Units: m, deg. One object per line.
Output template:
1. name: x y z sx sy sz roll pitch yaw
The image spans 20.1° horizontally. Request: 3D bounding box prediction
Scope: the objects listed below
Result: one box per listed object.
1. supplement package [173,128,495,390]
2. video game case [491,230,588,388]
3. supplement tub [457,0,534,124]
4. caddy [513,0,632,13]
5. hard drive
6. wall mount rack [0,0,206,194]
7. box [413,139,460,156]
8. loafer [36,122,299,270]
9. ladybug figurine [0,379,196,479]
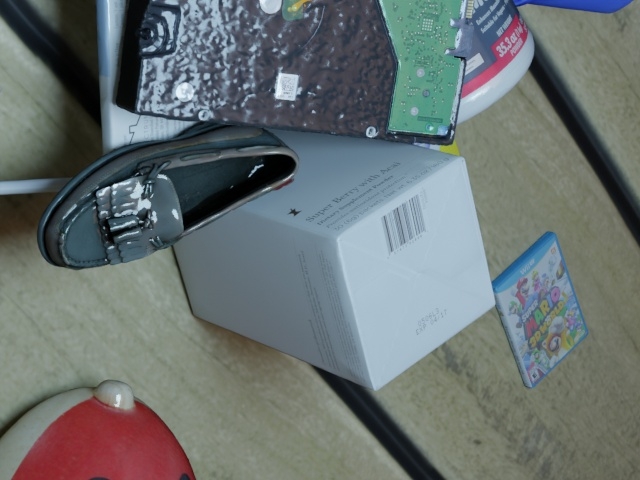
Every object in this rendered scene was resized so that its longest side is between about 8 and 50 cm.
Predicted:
1. supplement package: 0.000 0.000 1.816 0.177 0.293 0.175 -33 122 -31
2. video game case: 0.277 0.088 2.278 0.119 0.015 0.166 -40 125 -26
3. supplement tub: 0.084 -0.261 1.870 0.191 0.191 0.272 -43 115 -24
4. caddy: 0.268 -0.402 1.921 0.179 0.241 0.341 8 126 -26
5. hard drive: -0.013 -0.219 1.686 0.339 0.064 0.236 3 101 -27
6. wall mount rack: -0.230 -0.159 1.691 0.304 0.130 0.350 -17 113 -42
7. box: 0.102 -0.106 2.050 0.105 0.043 0.179 -38 126 -27
8. loafer: -0.135 -0.045 1.665 0.267 0.084 0.096 -30 125 -35
9. ladybug figurine: -0.234 0.363 1.800 0.305 0.162 0.449 1 101 -42
